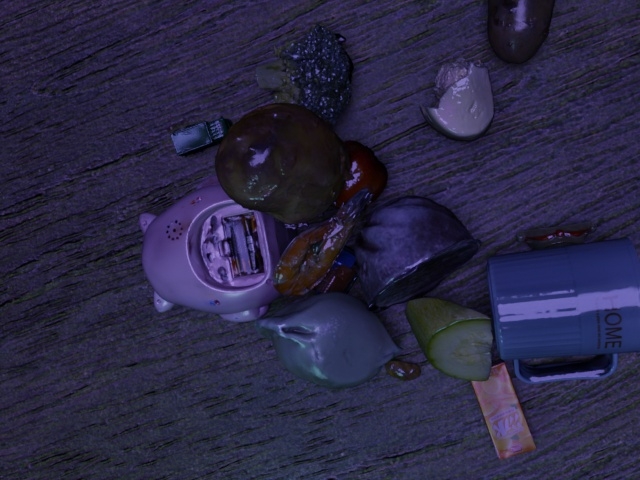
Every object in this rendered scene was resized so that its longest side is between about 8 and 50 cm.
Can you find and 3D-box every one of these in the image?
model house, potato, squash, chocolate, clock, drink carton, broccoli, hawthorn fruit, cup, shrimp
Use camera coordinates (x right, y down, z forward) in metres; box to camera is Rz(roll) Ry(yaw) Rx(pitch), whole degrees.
[{"bbox_3d":[0.031,0.076,1.766,0.119,0.149,0.148,33,94,5],"label":"model house"},{"bbox_3d":[-0.083,-0.189,1.547,0.301,0.237,0.288,29,75,10],"label":"potato"},{"bbox_3d":[0.205,0.326,1.799,0.092,0.045,0.046,10,64,6],"label":"potato"},{"bbox_3d":[0.296,0.203,1.681,0.204,0.155,0.236,0,132,10],"label":"squash"},{"bbox_3d":[0.194,0.005,1.677,0.303,0.303,0.213,-34,70,10],"label":"chocolate"},{"bbox_3d":[-0.257,0.025,1.760,0.377,0.250,0.368,-10,90,10],"label":"clock"},{"bbox_3d":[0.438,0.406,1.749,0.096,0.071,0.222,-20,89,9],"label":"drink carton"},{"bbox_3d":[0.464,-0.540,1.659,0.165,0.165,0.262,2,86,10],"label":"potato"},{"bbox_3d":[-0.041,-0.398,1.760,0.244,0.263,0.246,8,59,33],"label":"broccoli"},{"bbox_3d":[0.066,-0.144,1.747,0.169,0.169,0.188,42,97,6],"label":"hawthorn fruit"},{"bbox_3d":[0.551,0.154,1.656,0.311,0.331,0.256,-7,58,12],"label":"cup"},{"bbox_3d":[0.000,0.000,1.640,0.316,0.164,0.062,-52,57,10],"label":"shrimp"}]

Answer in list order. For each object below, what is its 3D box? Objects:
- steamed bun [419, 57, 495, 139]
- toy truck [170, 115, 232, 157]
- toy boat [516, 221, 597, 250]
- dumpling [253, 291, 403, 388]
[{"bbox_3d":[0.312,-0.327,1.660,0.171,0.225,0.199,-4,93,10],"label":"steamed bun"},{"bbox_3d":[-0.296,-0.266,1.843,0.147,0.079,0.065,-18,89,8],"label":"toy truck"},{"bbox_3d":[0.563,-0.003,1.710,0.185,0.089,0.071,-8,48,11],"label":"toy boat"},{"bbox_3d":[0.006,0.250,1.707,0.270,0.211,0.320,-38,101,23],"label":"dumpling"}]
